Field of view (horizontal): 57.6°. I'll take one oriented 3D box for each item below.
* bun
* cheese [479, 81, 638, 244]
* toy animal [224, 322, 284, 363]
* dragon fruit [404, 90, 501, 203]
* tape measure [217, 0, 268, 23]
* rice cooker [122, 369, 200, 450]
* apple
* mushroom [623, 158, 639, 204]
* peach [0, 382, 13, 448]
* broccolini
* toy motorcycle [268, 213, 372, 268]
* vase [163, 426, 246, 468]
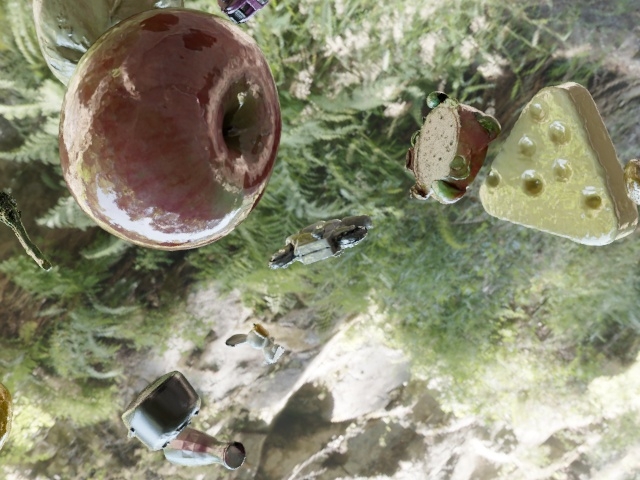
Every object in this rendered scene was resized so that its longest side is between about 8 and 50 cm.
[{"bbox_3d":[-0.467,-0.491,1.310,0.326,0.362,0.234,44,-176,-41],"label":"bun"},{"bbox_3d":[0.558,-0.193,1.377,0.104,0.384,0.384,-17,-132,-31],"label":"cheese"},{"bbox_3d":[-0.222,0.344,1.971,0.181,0.127,0.131,31,174,17],"label":"toy animal"},{"bbox_3d":[0.324,-0.232,1.468,0.130,0.296,0.268,8,171,-23],"label":"dragon fruit"},{"bbox_3d":[-0.186,-0.584,1.385,0.074,0.125,0.118,33,-149,-49],"label":"tape measure"},{"bbox_3d":[-0.323,0.347,1.185,0.118,0.203,0.142,45,-130,5],"label":"rice cooker"},{"bbox_3d":[-0.220,-0.156,0.848,0.269,0.345,0.344,2,175,27],"label":"apple"},{"bbox_3d":[0.567,-0.107,0.872,0.084,0.209,0.071,39,-129,-41],"label":"mushroom"},{"bbox_3d":[-0.667,0.334,1.083,0.179,0.179,0.103,38,170,-6],"label":"peach"},{"bbox_3d":[-0.567,-0.017,1.096,0.239,0.051,0.054,42,151,32],"label":"broccolini"},{"bbox_3d":[0.000,0.000,1.220,0.074,0.228,0.151,64,-161,-13],"label":"toy motorcycle"},{"bbox_3d":[-0.257,0.467,1.298,0.214,0.086,0.086,-10,153,42],"label":"vase"}]
